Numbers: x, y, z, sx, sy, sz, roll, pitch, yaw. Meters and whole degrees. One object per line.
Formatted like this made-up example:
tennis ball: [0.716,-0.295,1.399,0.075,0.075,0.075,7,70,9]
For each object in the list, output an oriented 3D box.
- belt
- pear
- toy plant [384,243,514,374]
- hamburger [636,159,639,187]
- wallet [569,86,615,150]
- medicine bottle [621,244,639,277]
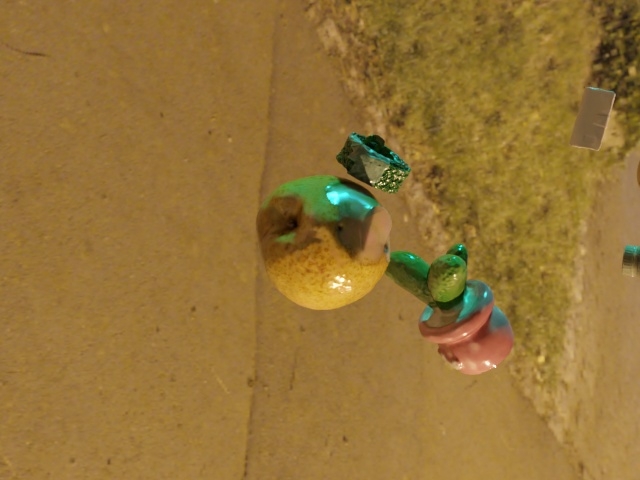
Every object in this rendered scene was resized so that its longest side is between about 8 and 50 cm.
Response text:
belt: [0.105,-0.155,1.531,0.151,0.079,0.121,17,25,-37]
pear: [0.000,0.000,1.506,0.271,0.271,0.271,16,70,-53]
toy plant: [0.339,0.159,1.986,0.210,0.317,0.356,-38,108,-18]
hamburger: [0.428,-0.064,0.885,0.175,0.175,0.137,3,62,-55]
wallet: [0.374,-0.167,1.107,0.011,0.044,0.083,0,106,-64]
medicine bottle: [0.489,0.034,1.179,0.047,0.083,0.047,-22,116,-59]
